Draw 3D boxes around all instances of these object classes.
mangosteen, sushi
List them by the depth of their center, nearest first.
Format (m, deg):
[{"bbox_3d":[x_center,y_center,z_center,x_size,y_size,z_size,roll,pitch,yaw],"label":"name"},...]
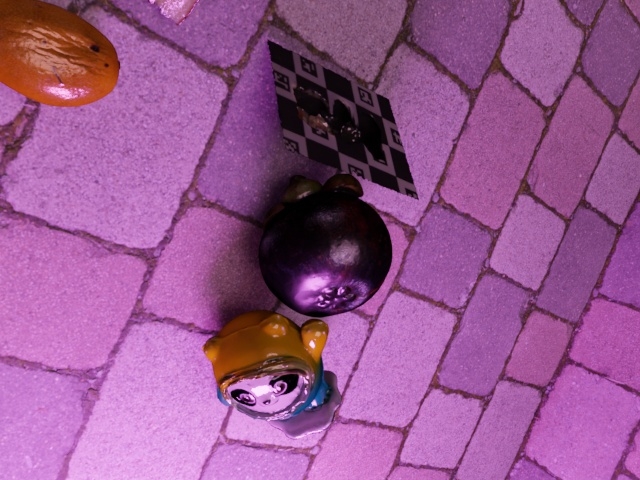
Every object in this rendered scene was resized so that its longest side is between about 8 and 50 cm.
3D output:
[{"bbox_3d":[0.006,0.014,1.331,0.300,0.300,0.300,-13,113,-32],"label":"mangosteen"},{"bbox_3d":[0.022,-0.228,1.334,0.373,0.100,0.296,14,53,-39],"label":"sushi"}]

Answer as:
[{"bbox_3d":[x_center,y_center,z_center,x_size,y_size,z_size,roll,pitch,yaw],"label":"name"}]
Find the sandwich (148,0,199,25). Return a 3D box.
[{"bbox_3d":[-0.211,-0.507,1.070,0.094,0.096,0.258,27,124,-35],"label":"sandwich"}]

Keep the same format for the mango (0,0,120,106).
[{"bbox_3d":[-0.450,-0.299,0.981,0.262,0.109,0.157,5,107,-36],"label":"mango"}]

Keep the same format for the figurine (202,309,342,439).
[{"bbox_3d":[-0.104,0.285,1.371,0.323,0.231,0.340,-20,134,10],"label":"figurine"}]
